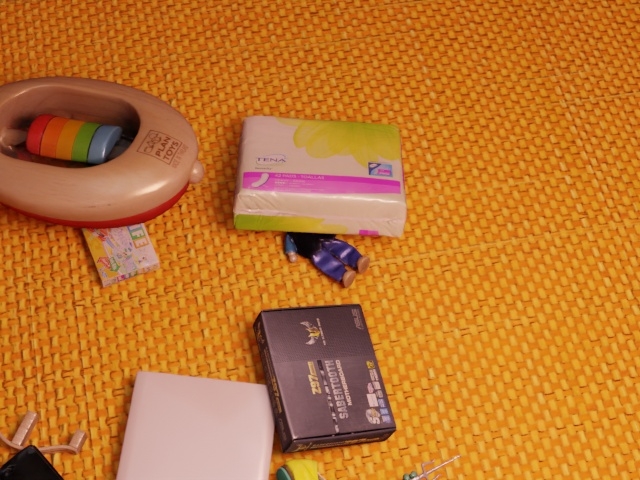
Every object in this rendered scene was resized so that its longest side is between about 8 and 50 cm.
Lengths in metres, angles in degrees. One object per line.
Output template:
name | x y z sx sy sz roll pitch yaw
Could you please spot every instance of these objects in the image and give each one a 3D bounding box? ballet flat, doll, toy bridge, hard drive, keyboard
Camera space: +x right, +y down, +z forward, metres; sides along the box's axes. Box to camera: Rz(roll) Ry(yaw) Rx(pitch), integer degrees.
ballet flat | 0.004 0.436 1.635 0.077 0.077 0.231 -7 58 -27
doll | 0.000 0.000 1.892 0.189 0.046 0.129 38 68 23
toy bridge | -0.468 0.300 1.697 0.188 0.026 0.063 19 62 6
hard drive | -0.199 0.383 1.660 0.233 0.047 0.353 7 61 -1
keyboard | -0.420 0.409 1.633 0.100 0.038 0.192 -36 68 -25

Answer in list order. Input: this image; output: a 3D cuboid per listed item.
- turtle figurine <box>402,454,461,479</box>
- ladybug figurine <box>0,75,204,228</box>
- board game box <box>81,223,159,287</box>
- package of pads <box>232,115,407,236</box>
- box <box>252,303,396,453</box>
turtle figurine | 0.169 0.448 1.613 0.234 0.118 0.175 -43 56 -8
ladybug figurine | -0.412 -0.138 1.848 0.449 0.162 0.305 14 50 14
board game box | -0.355 -0.003 1.877 0.103 0.026 0.154 -20 64 -15
package of pads | -0.001 -0.118 1.898 0.296 0.101 0.229 3 43 -3
box | 0.004 0.218 1.737 0.183 0.059 0.233 -2 59 -23
